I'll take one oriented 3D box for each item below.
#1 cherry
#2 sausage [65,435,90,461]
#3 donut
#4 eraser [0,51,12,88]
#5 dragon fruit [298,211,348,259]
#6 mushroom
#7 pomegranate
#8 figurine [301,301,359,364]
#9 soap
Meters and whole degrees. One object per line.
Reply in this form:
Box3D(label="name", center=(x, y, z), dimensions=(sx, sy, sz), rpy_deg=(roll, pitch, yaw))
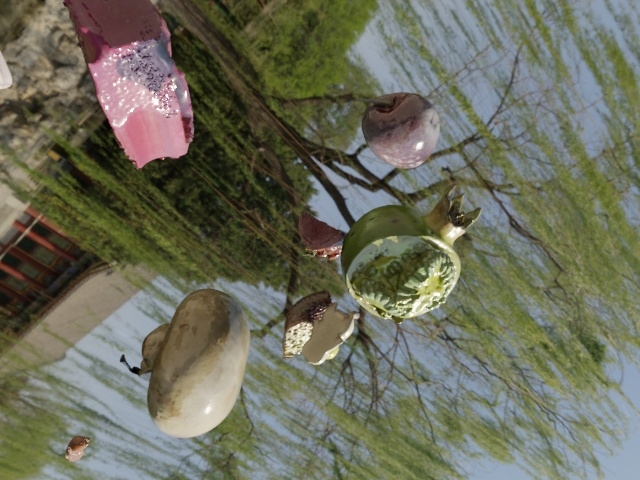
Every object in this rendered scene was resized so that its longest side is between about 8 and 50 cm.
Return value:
Box3D(label="cherry", center=(0.221, -0.308, 1.242), dimensions=(0.213, 0.266, 0.183), rpy_deg=(20, -109, 41))
Box3D(label="sausage", center=(-0.550, 0.468, 1.013), dimensions=(0.158, 0.042, 0.036), rpy_deg=(-46, -115, 44))
Box3D(label="donut", center=(-0.042, 0.228, 1.281), dimensions=(0.186, 0.126, 0.144), rpy_deg=(-14, -137, -18))
Box3D(label="eraser", center=(-0.382, -0.257, 0.406), dimensions=(0.059, 0.243, 0.204), rpy_deg=(-29, -155, -16))
Box3D(label="dragon fruit", center=(0.000, 0.000, 1.109), dimensions=(0.147, 0.102, 0.096), rpy_deg=(30, -83, 38))
Box3D(label="mushroom", center=(-0.333, 0.293, 1.124), dimensions=(0.362, 0.294, 0.362), rpy_deg=(-169, -90, -88))
Box3D(label="pomegranate", center=(0.193, 0.025, 0.972), dimensions=(0.340, 0.260, 0.260), rpy_deg=(-44, -151, 14))
Box3D(label="figurine", center=(0.017, 0.121, 0.563), dimensions=(0.083, 0.050, 0.047), rpy_deg=(-50, -126, 2))
Box3D(label="soap", center=(-0.270, -0.222, 0.660), dimensions=(0.112, 0.182, 0.289), rpy_deg=(-22, 172, -18))
